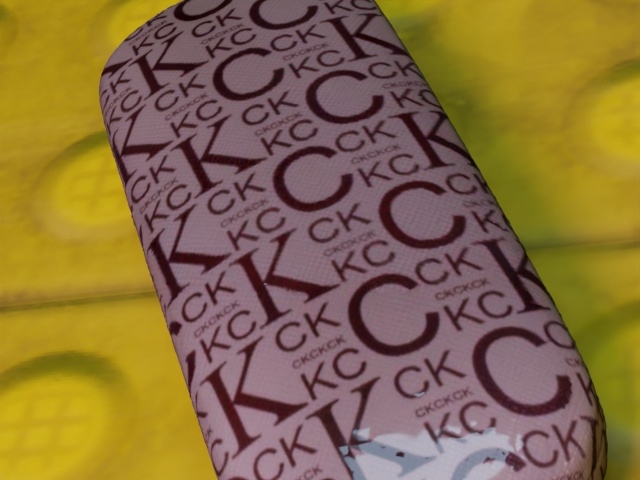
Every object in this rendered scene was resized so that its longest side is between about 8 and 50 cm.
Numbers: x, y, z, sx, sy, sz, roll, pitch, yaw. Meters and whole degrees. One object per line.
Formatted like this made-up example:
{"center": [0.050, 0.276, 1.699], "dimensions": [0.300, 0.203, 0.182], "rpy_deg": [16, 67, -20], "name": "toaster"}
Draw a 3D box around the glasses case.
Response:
{"center": [0.000, 0.000, 0.702], "dimensions": [0.137, 0.085, 0.355], "rpy_deg": [-21, 41, -3], "name": "glasses case"}
